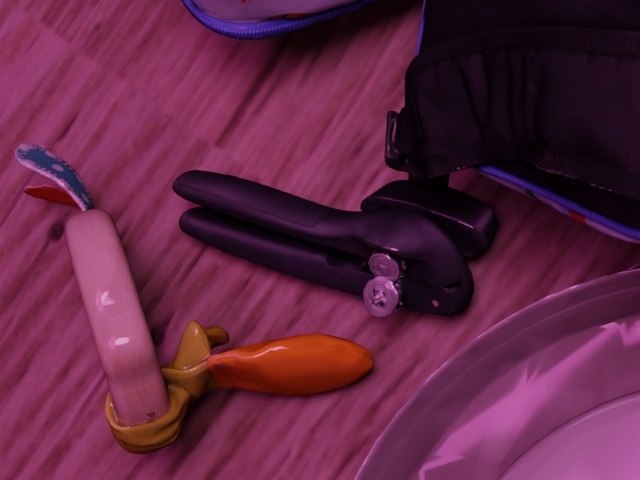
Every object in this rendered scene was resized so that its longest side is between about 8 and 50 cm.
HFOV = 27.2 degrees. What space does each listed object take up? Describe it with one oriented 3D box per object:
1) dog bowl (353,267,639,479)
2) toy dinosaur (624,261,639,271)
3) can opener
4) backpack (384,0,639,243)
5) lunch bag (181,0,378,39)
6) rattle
[{"bbox_3d":[0.171,0.187,0.546,0.349,0.102,0.349,-6,75,22],"label":"dog bowl"},{"bbox_3d":[0.231,-0.005,0.575,0.183,0.092,0.053,-2,77,23],"label":"toy dinosaur"},{"bbox_3d":[0.000,0.000,0.703,0.186,0.073,0.059,9,119,28],"label":"can opener"},{"bbox_3d":[0.152,-0.117,0.520,0.213,0.263,0.276,-5,113,-12],"label":"backpack"},{"bbox_3d":[-0.017,-0.268,0.716,0.243,0.115,0.303,-21,67,0],"label":"lunch bag"},{"bbox_3d":[-0.079,0.008,0.722,0.143,0.130,0.200,-28,40,3],"label":"rattle"}]
